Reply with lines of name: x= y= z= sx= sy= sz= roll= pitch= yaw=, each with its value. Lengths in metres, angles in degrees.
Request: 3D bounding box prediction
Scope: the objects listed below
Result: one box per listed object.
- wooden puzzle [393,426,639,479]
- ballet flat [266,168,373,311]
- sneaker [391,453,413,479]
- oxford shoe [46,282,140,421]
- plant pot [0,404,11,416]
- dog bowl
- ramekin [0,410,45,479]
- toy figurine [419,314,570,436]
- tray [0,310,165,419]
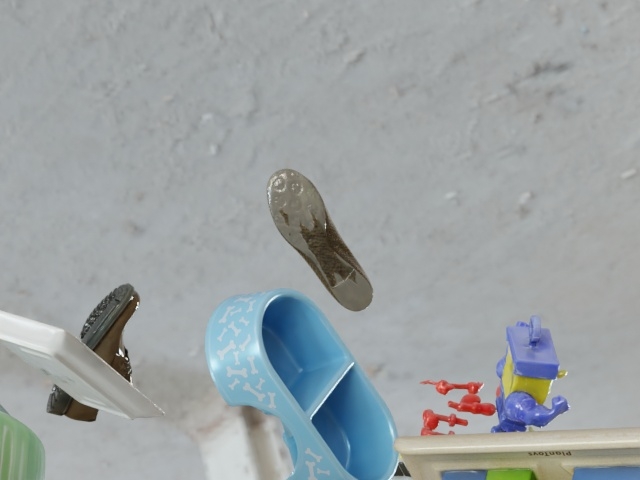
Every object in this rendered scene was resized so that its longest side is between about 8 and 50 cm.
wooden puzzle: x=0.269 y=0.315 z=1.296 sx=0.322 sy=0.080 sz=0.348 roll=-7 pitch=132 yaw=26
ballet flat: x=0.000 y=0.000 z=1.949 sx=0.084 sy=0.250 sz=0.058 roll=-35 pitch=-174 yaw=5
sneaker: x=0.148 y=0.344 z=1.971 sx=0.094 sy=0.081 sz=0.208 roll=-37 pitch=-155 yaw=-33
oxford shoe: x=-0.300 y=0.160 z=1.814 sx=0.096 sy=0.083 sz=0.227 roll=23 pitch=112 yaw=-17
plant pot: x=-0.532 y=0.332 z=1.724 sx=0.252 sy=0.247 sz=0.248 roll=27 pitch=115 yaw=-3
dog bowl: x=-0.012 y=0.184 z=1.509 sx=0.074 sy=0.297 sz=0.166 roll=-26 pitch=-167 yaw=37
ramekin: x=-0.374 y=0.225 z=1.067 sx=0.303 sy=0.148 sz=0.303 roll=2 pitch=154 yaw=1
toy figurine: x=0.258 y=0.209 z=1.793 sx=0.191 sy=0.362 sz=0.217 roll=13 pitch=113 yaw=-2
tray: x=-0.314 y=0.164 z=1.614 sx=0.145 sy=0.030 sz=0.270 roll=14 pitch=157 yaw=29
